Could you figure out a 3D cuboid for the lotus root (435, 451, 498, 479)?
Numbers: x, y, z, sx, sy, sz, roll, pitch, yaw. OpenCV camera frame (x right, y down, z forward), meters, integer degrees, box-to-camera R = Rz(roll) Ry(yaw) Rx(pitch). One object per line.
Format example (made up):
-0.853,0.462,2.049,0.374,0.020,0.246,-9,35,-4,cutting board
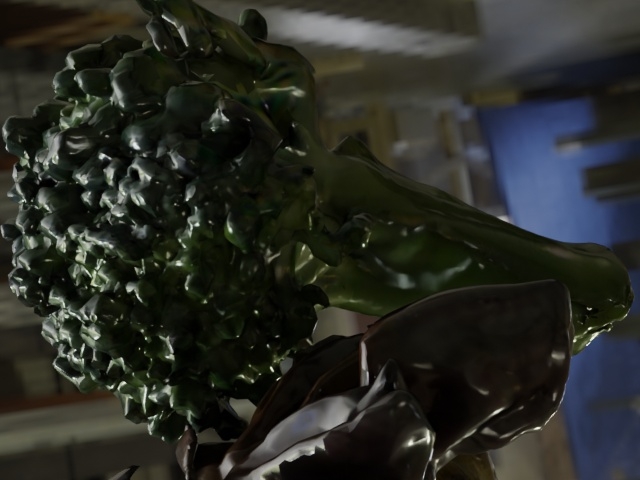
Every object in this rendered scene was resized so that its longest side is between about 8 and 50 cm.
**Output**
0.065,0.188,1.133,0.108,0.191,0.094,-18,-176,-41,lotus root

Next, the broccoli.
-0.013,-0.011,0.863,0.274,0.198,0.177,-1,127,-41,broccoli

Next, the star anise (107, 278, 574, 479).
-0.015,0.109,0.699,0.212,0.129,0.283,-43,-175,36,star anise
